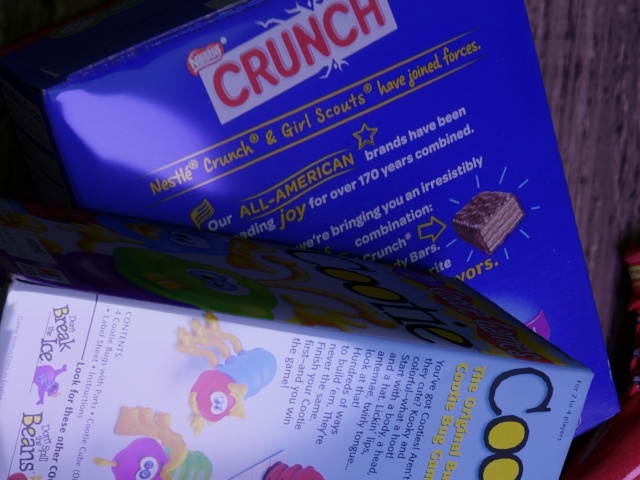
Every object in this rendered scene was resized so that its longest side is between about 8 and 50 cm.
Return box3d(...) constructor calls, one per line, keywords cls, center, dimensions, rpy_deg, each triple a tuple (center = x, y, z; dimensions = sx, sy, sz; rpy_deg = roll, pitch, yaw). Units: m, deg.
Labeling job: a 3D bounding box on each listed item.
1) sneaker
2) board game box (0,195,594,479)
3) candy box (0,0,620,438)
box3d(cls="sneaker", center=(0.232, 0.057, 1.118), dimensions=(0.118, 0.107, 0.279), rpy_deg=(41, 78, -13))
box3d(cls="board game box", center=(-0.042, 0.082, 0.787), dimensions=(0.275, 0.142, 0.144), rpy_deg=(11, 103, -26))
box3d(cls="candy box", center=(0.000, 0.000, 0.935), dimensions=(0.268, 0.122, 0.317), rpy_deg=(-25, 116, -19))
